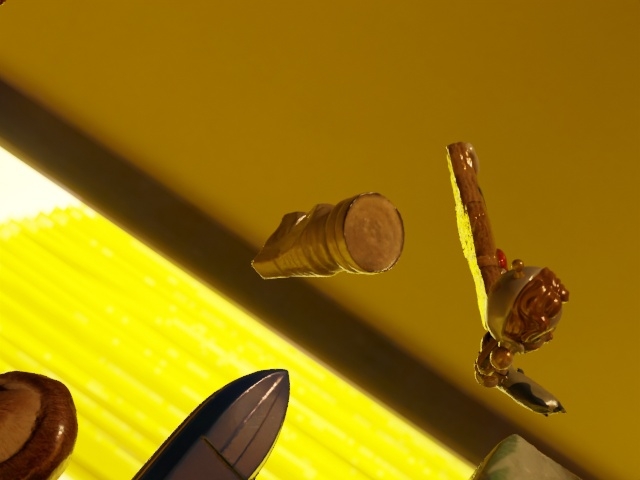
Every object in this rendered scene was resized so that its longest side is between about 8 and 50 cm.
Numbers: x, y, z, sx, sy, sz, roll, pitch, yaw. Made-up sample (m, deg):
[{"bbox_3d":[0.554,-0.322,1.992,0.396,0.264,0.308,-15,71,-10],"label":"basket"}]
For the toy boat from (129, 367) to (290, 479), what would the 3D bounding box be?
[{"bbox_3d":[-0.136,0.280,1.990,0.295,0.129,0.088,-49,20,-22],"label":"toy boat"}]

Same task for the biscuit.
[{"bbox_3d":[0.166,0.014,1.501,0.240,0.035,0.158,-100,-4,-49],"label":"biscuit"}]

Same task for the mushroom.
[{"bbox_3d":[-0.233,0.142,1.058,0.127,0.127,0.087,-53,-41,-33],"label":"mushroom"}]

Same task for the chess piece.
[{"bbox_3d":[0.000,0.000,1.712,0.200,0.090,0.090,-8,38,52],"label":"chess piece"}]

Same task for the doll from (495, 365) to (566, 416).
[{"bbox_3d":[0.194,0.142,1.441,0.125,0.037,0.027,30,106,59],"label":"doll"}]

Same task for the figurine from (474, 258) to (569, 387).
[{"bbox_3d":[0.173,0.074,1.320,0.101,0.068,0.143,-51,-14,-13],"label":"figurine"}]

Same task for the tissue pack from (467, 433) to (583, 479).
[{"bbox_3d":[0.085,0.320,1.082,0.311,0.128,0.228,-58,-2,24],"label":"tissue pack"}]

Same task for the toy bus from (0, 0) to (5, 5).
[{"bbox_3d":[-0.403,-0.327,1.683,0.235,0.096,0.073,-107,-3,-48],"label":"toy bus"}]
